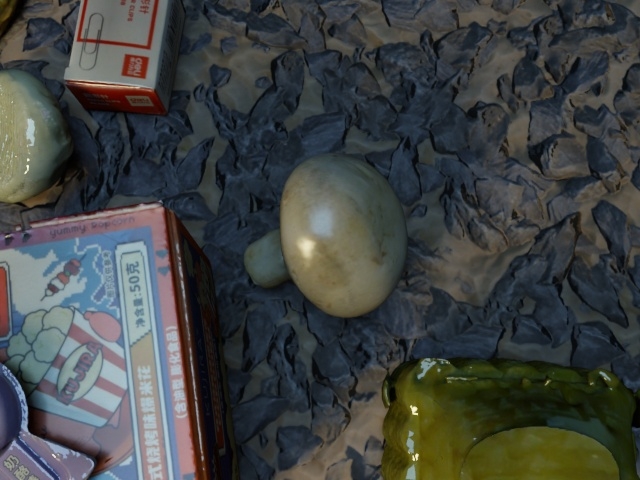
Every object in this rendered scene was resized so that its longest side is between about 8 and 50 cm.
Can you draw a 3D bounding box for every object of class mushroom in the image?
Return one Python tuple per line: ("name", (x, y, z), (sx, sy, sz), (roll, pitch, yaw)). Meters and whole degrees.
("mushroom", (0.018, 0.001, 0.834), (0.206, 0.209, 0.207), (13, 59, -23))

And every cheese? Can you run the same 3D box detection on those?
("cheese", (-0.300, 0.175, 0.584), (0.191, 0.042, 0.105), (41, 83, 10))

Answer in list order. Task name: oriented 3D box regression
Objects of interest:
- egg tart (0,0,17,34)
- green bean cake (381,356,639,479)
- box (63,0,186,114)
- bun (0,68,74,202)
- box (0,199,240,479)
("egg tart", (-0.644, -0.406, 0.943), (0.387, 0.169, 0.388), (0, 80, 0))
("green bean cake", (0.221, 0.276, 0.734), (0.309, 0.202, 0.285), (1, 78, 1))
("box", (-0.279, -0.284, 0.934), (0.133, 0.099, 0.182), (7, 76, 0))
("bun", (-0.408, -0.140, 0.897), (0.183, 0.102, 0.184), (0, 90, 33))
("box", (-0.276, 0.178, 0.734), (0.318, 0.257, 0.349), (-9, 76, -1))
